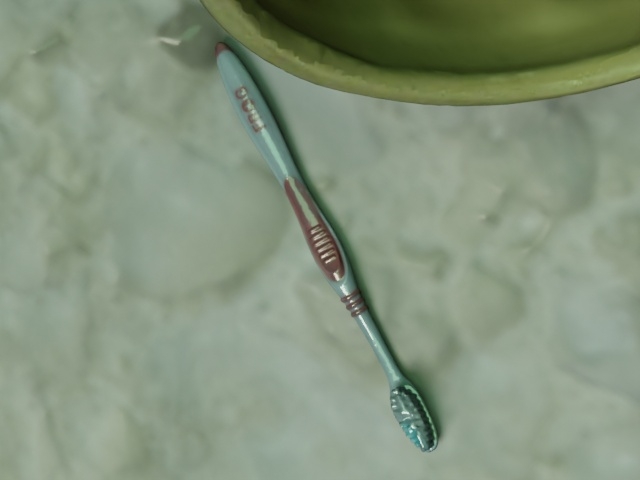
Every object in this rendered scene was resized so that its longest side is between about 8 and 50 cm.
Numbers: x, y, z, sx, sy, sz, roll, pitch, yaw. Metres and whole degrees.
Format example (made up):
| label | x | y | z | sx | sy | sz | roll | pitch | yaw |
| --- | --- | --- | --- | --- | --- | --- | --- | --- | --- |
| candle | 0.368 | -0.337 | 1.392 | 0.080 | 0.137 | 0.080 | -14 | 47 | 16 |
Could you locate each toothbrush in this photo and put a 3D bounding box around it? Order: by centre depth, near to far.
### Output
| label | x | y | z | sx | sy | sz | roll | pitch | yaw |
| --- | --- | --- | --- | --- | --- | --- | --- | --- | --- |
| toothbrush | 0.000 | 0.000 | 0.529 | 0.013 | 0.019 | 0.193 | -30 | 79 | 13 |

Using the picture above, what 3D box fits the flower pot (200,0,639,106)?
| label | x | y | z | sx | sy | sz | roll | pitch | yaw |
| --- | --- | --- | --- | --- | --- | --- | --- | --- | --- |
| flower pot | 0.071 | -0.214 | 0.390 | 0.308 | 0.307 | 0.244 | -18 | 65 | 14 |
